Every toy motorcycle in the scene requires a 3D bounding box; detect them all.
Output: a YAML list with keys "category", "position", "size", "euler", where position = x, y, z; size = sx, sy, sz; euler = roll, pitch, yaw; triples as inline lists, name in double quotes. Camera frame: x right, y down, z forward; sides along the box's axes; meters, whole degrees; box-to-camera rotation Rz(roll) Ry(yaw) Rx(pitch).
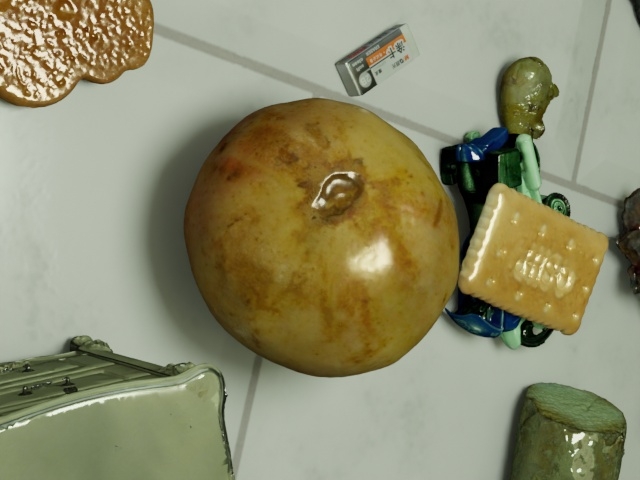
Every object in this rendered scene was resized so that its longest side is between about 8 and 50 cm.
- category: "toy motorcycle"
  position: [0.254, 0.008, 1.854]
  size: [0.196, 0.125, 0.331]
  euler: [-19, 107, -34]

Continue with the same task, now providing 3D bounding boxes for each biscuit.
- category: "biscuit"
  position: [0.298, 0.030, 1.802]
  size: [0.249, 0.030, 0.160]
  euler: [23, 85, -38]
- category: "biscuit"
  position: [-0.341, -0.250, 1.455]
  size: [0.333, 0.047, 0.202]
  euler: [1, 93, -34]

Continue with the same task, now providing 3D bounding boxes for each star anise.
- category: "star anise"
  position: [0.535, 0.025, 2.061]
  size: [0.223, 0.109, 0.236]
  euler: [-18, 89, -57]

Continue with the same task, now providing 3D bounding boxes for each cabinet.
- category: "cabinet"
  position: [-0.291, 0.239, 1.351]
  size: [0.289, 0.318, 0.228]
  euler: [-10, 100, -34]

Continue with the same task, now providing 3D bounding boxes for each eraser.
- category: "eraser"
  position: [0.078, -0.244, 1.765]
  size: [0.122, 0.029, 0.052]
  euler: [-36, 112, -28]

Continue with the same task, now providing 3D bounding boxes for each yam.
- category: "yam"
  position: [0.352, 0.367, 1.916]
  size: [0.168, 0.168, 0.304]
  euler: [13, 86, -35]

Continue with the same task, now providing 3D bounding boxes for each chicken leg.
- category: "chicken leg"
  position: [0.302, -0.179, 1.908]
  size: [0.093, 0.070, 0.178]
  euler: [2, 99, -18]

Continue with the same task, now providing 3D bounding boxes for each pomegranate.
- category: "pomegranate"
  position: [0.000, 0.000, 1.573]
  size: [0.338, 0.338, 0.338]
  euler: [-2, 94, -36]

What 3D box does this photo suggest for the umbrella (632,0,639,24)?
- category: "umbrella"
  position: [0.522, -0.368, 2.063]
  size: [0.066, 0.059, 0.236]
  euler: [-35, 116, -4]
